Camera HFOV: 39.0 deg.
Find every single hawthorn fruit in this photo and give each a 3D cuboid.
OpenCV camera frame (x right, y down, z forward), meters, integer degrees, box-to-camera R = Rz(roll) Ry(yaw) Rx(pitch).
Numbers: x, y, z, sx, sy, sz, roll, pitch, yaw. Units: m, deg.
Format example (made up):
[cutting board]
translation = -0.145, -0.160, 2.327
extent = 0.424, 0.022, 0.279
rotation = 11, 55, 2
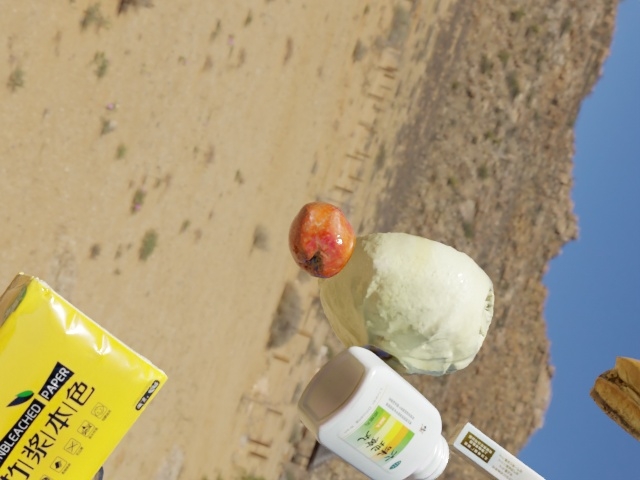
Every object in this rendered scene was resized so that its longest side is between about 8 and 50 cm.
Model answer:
[hawthorn fruit]
translation = 0.000, 0.000, 1.502
extent = 0.128, 0.128, 0.128
rotation = 20, 90, -88

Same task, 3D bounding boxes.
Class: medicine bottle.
[medicine bottle]
translation = 0.112, 0.337, 1.654
extent = 0.179, 0.324, 0.124
rotation = -48, -139, -3

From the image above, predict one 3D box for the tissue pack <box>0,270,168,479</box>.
[tissue pack]
translation = -0.494, 0.284, 1.502
extent = 0.382, 0.293, 0.228
rotation = -53, -153, -12

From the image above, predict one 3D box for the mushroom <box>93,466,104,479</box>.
[mushroom]
translation = -0.486, 0.593, 2.033
extent = 0.043, 0.068, 0.306
rotation = -36, 127, -49

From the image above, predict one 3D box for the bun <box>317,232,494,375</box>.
[bun]
translation = 0.157, 0.148, 1.741
extent = 0.364, 0.364, 0.202
rotation = 107, 2, -59

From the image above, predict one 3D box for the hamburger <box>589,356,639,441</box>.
[hamburger]
translation = 0.800, 0.394, 2.120
extent = 0.174, 0.304, 0.284
rotation = -58, -139, 6

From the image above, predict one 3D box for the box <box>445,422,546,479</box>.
[box]
translation = 0.403, 0.512, 2.055
extent = 0.067, 0.243, 0.155
rotation = -53, 172, -8
